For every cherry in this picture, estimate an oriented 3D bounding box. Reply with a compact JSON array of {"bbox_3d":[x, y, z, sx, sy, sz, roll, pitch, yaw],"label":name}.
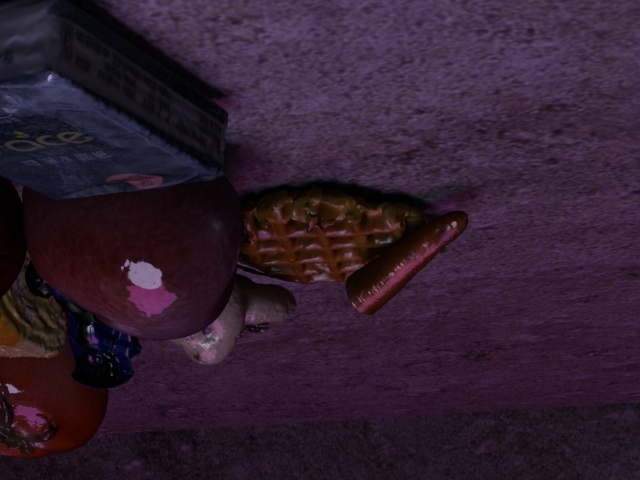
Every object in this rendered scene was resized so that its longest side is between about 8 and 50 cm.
[{"bbox_3d":[-0.214,-0.002,1.592,0.307,0.221,0.261,21,161,0],"label":"cherry"}]

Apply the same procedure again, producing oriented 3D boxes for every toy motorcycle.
[{"bbox_3d":[-0.311,0.093,1.921,0.125,0.196,0.331,10,156,11],"label":"toy motorcycle"}]

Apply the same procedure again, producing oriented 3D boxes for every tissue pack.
[{"bbox_3d":[-0.262,-0.131,1.332,0.228,0.103,0.315,-7,163,24],"label":"tissue pack"}]

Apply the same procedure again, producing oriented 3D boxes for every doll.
[{"bbox_3d":[-0.136,0.096,1.872,0.175,0.149,0.278,-22,170,26],"label":"doll"}]

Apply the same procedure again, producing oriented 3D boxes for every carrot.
[{"bbox_3d":[0.117,0.019,1.739,0.061,0.061,0.209,14,140,-38],"label":"carrot"}]

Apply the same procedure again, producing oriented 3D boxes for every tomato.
[{"bbox_3d":[-0.528,0.221,2.334,0.341,0.273,0.341,7,152,4],"label":"tomato"}]

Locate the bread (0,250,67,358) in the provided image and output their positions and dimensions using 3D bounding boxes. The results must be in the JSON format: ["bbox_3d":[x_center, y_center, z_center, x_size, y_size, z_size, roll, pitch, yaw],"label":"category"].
[{"bbox_3d":[-0.585,0.087,2.034,0.375,0.165,0.236,-3,161,22],"label":"bread"}]

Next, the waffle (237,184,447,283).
[{"bbox_3d":[0.000,0.000,1.833,0.302,0.068,0.325,12,158,-35],"label":"waffle"}]

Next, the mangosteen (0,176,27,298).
[{"bbox_3d":[-0.463,-0.007,1.643,0.215,0.215,0.257,6,-178,-14],"label":"mangosteen"}]
